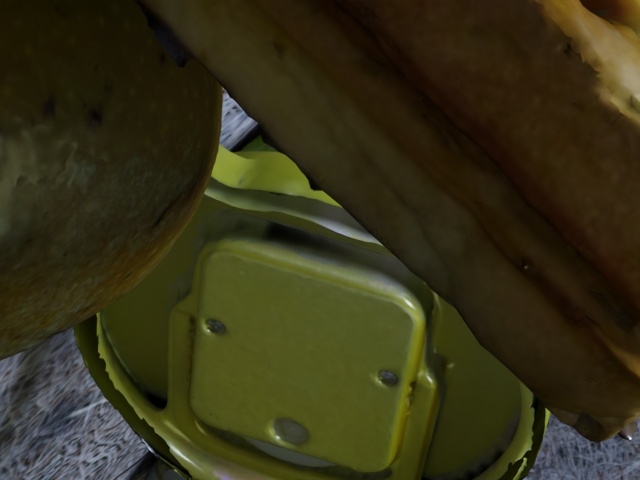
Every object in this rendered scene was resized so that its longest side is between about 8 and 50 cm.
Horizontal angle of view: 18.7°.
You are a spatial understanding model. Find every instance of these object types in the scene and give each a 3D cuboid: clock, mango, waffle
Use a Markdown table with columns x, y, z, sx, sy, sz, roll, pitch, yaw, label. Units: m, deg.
| x | y | z | sx | sy | sz | roll | pitch | yaw | label |
| --- | --- | --- | --- | --- | --- | --- | --- | --- | --- |
| -0.001 | 0.053 | 1.100 | 0.293 | 0.277 | 0.071 | 108 | 4 | -46 | clock |
| -0.150 | -0.036 | 0.601 | 0.329 | 0.175 | 0.176 | -20 | 106 | -62 | mango |
| 0.031 | -0.112 | 0.565 | 0.224 | 0.328 | 0.098 | -31 | 164 | -52 | waffle |

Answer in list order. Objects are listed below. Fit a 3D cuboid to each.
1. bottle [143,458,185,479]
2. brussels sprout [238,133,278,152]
| x | y | z | sx | sy | sz | roll | pitch | yaw | label |
| --- | --- | --- | --- | --- | --- | --- | --- | --- | --- |
| -0.037 | 0.140 | 1.545 | 0.120 | 0.120 | 0.253 | -25 | 153 | -57 | bottle |
| -0.005 | 0.000 | 1.195 | 0.122 | 0.149 | 0.151 | -31 | 128 | 6 | brussels sprout |
